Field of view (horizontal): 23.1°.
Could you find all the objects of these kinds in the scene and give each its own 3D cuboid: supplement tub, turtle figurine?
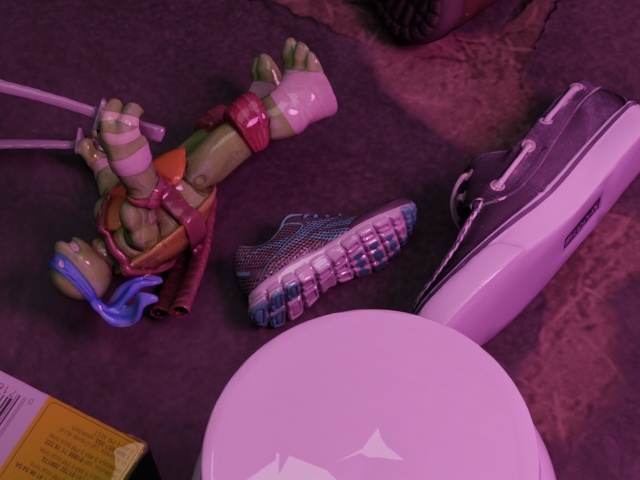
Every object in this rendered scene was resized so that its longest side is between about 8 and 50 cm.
[{"bbox_3d":[0.036,0.201,1.013,0.228,0.316,0.228,-2,59,3],"label":"supplement tub"},{"bbox_3d":[-0.143,-0.095,1.272,0.266,0.198,0.275,-34,67,-19],"label":"turtle figurine"}]

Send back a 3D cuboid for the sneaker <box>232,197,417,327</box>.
[{"bbox_3d":[0.000,0.000,1.284,0.166,0.065,0.076,-28,58,-14],"label":"sneaker"}]

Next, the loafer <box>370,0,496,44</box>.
[{"bbox_3d":[0.064,-0.347,1.441,0.130,0.134,0.366,-14,76,-34],"label":"loafer"}]

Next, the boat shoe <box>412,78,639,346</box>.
[{"bbox_3d":[0.153,-0.025,1.262,0.102,0.108,0.301,35,65,21],"label":"boat shoe"}]

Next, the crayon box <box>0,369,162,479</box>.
[{"bbox_3d":[-0.285,0.250,1.143,0.202,0.081,0.318,25,63,17],"label":"crayon box"}]
